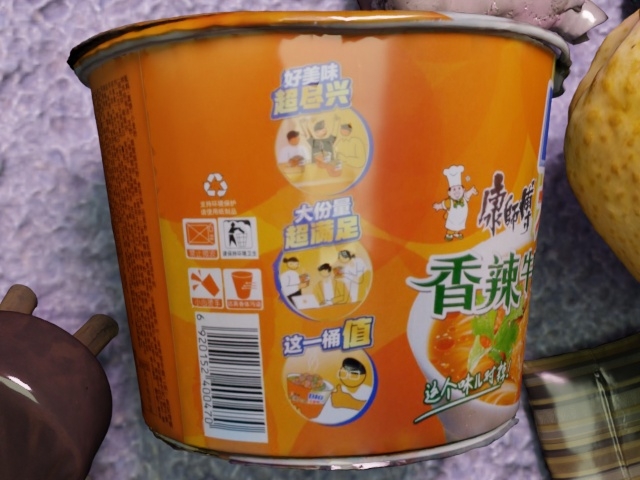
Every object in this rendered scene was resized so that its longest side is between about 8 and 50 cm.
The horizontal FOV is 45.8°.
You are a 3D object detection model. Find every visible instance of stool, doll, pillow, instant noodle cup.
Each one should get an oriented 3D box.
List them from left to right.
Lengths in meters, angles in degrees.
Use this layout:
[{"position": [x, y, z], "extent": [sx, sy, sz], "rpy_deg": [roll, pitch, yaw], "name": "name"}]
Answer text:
[{"position": [-0.192, 0.129, 0.500], "extent": [0.125, 0.121, 0.217], "rpy_deg": [-6, 113, 10], "name": "stool"}, {"position": [0.000, 0.000, 0.463], "extent": [0.296, 0.296, 0.214], "rpy_deg": [-1, 93, -5], "name": "instant noodle cup"}, {"position": [0.118, -0.204, 0.574], "extent": [0.192, 0.095, 0.149], "rpy_deg": [-19, 83, -4], "name": "doll"}, {"position": [0.225, 0.177, 0.567], "extent": [0.113, 0.038, 0.203], "rpy_deg": [-14, 85, -7], "name": "pillow"}]

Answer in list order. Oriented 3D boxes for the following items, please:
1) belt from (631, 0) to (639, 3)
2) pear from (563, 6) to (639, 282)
[{"position": [0.304, -0.269, 0.540], "extent": [0.116, 0.206, 0.268], "rpy_deg": [3, 92, -5], "name": "belt"}, {"position": [0.275, -0.055, 0.435], "extent": [0.271, 0.271, 0.271], "rpy_deg": [1, 84, -4], "name": "pear"}]
